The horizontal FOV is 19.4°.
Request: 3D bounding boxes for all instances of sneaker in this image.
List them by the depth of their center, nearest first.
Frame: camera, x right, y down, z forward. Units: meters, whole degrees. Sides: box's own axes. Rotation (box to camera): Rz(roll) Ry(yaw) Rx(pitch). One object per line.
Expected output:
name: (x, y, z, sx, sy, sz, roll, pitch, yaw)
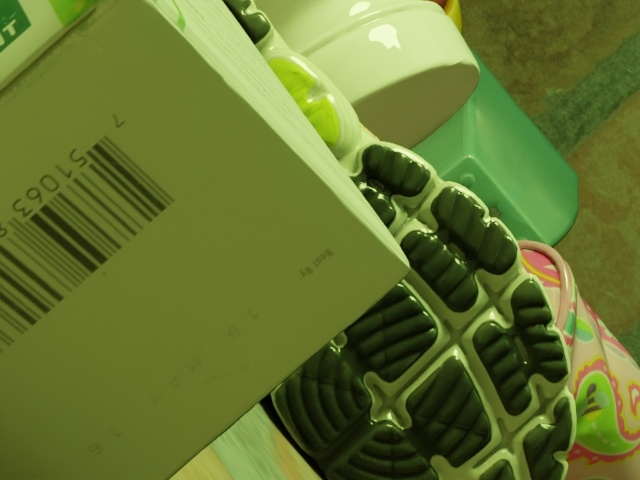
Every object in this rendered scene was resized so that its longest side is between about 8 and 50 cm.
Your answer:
sneaker: (0.000, 0.000, 0.725, 0.279, 0.107, 0.118, 53, -3, 12)

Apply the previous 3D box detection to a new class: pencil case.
pencil case: (0.157, 0.118, 1.110, 0.284, 0.124, 0.124, 44, 8, -40)

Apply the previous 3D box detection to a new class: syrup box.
syrup box: (-0.079, -0.049, 0.438, 0.096, 0.093, 0.237, 45, 7, -38)

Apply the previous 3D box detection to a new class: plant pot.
plant pot: (0.118, -0.031, 1.599, 0.165, 0.165, 0.234, 48, 13, -11)

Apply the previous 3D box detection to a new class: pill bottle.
pill bottle: (-0.052, -0.196, 1.076, 0.334, 0.188, 0.188, 60, 8, 14)

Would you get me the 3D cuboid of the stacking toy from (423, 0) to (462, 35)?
stacking toy: (0.031, -0.234, 1.886, 0.480, 0.351, 0.350, 66, -4, -32)
